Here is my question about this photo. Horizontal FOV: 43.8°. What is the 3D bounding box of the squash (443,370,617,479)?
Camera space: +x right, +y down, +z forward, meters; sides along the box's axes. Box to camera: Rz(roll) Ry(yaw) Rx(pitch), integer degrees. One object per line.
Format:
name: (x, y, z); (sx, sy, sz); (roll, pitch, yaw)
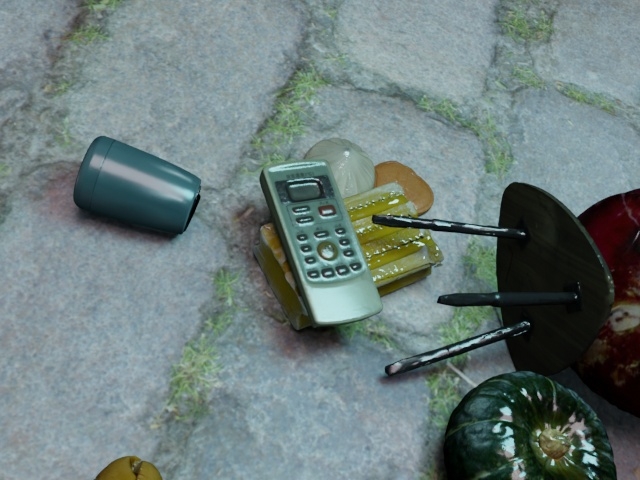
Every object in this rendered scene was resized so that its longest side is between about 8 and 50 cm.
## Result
squash: (0.303, 0.317, 1.151); (0.252, 0.165, 0.252); (8, 53, -11)

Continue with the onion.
onion: (0.580, 0.112, 1.271); (0.398, 0.420, 0.398); (-11, 66, 27)

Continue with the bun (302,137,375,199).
bun: (0.036, -0.132, 1.407); (0.138, 0.094, 0.138); (8, 53, -11)

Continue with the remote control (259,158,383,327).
remote control: (0.000, 0.000, 1.235); (0.123, 0.038, 0.285); (-9, 63, -22)

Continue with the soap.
soap: (0.048, 0.022, 1.311); (0.274, 0.089, 0.173); (-19, 68, -27)

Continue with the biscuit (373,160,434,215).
biscuit: (0.149, -0.097, 1.463); (0.130, 0.019, 0.102); (39, 54, 10)

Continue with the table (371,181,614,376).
table: (0.229, 0.091, 1.208); (0.249, 0.317, 0.317); (-4, 59, -16)

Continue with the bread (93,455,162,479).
bread: (-0.255, 0.361, 1.006); (0.114, 0.077, 0.189); (13, 58, -4)

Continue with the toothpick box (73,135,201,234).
toothpick box: (-0.284, -0.081, 1.257); (0.184, 0.120, 0.120); (20, 54, -8)
